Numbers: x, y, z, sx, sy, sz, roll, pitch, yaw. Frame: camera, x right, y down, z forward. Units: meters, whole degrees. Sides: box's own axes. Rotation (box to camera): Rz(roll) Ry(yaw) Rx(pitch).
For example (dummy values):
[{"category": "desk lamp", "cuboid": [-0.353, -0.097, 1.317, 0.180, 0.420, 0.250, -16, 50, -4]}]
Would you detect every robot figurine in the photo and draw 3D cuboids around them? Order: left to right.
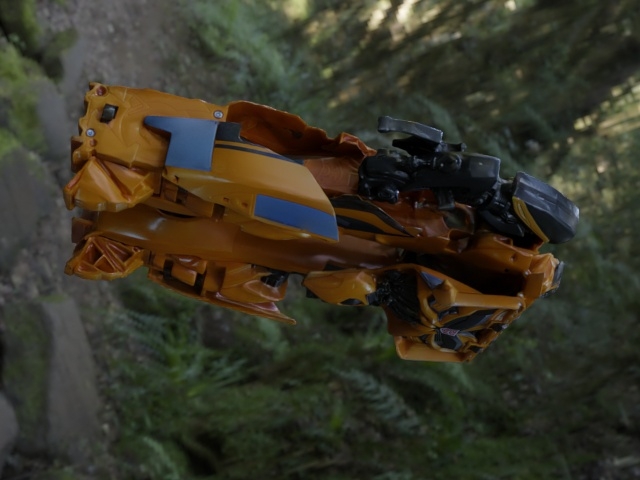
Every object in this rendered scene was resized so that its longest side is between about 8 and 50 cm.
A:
[{"category": "robot figurine", "cuboid": [0.000, 0.000, 0.690, 0.211, 0.291, 0.085, 114, -11, -65]}]
